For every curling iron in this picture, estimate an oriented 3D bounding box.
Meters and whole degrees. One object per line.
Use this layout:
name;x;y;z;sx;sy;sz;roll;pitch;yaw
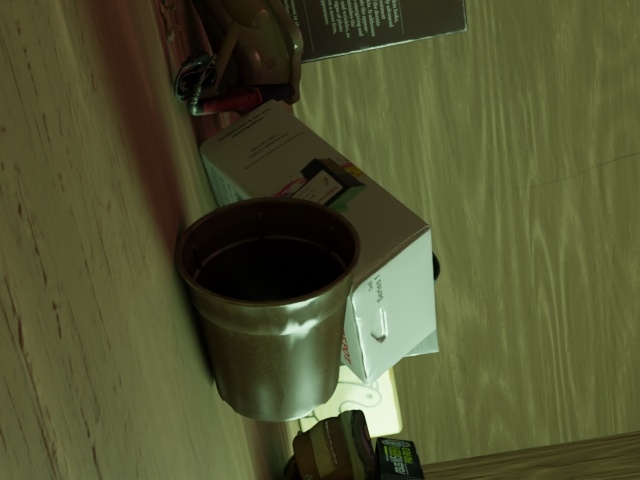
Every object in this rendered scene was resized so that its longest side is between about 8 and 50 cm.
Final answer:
curling iron;-0.085;-0.175;1.047;0.274;0.035;0.068;-14;123;-66

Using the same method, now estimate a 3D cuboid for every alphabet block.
alphabet block;0.042;0.239;1.698;0.193;0.192;0.197;-90;170;-63

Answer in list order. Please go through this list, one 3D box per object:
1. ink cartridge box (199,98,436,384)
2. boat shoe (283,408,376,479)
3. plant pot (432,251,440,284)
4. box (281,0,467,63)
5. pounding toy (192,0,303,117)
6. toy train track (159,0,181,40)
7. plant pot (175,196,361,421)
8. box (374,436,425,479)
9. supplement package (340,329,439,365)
ink cartridge box;0.000;0.000;1.048;0.278;0.117;0.201;42;-21;34
boat shoe;0.004;0.335;1.302;0.324;0.119;0.123;92;-15;-55
plant pot;0.033;0.088;1.519;0.290;0.290;0.196;-94;-161;-65
box;0.022;-0.396;1.407;0.143;0.381;0.191;-96;176;-58
pounding toy;-0.124;-0.250;1.155;0.154;0.154;0.269;52;-17;18
toy train track;-0.160;-0.252;0.967;0.048;0.014;0.083;73;7;-72
plant pot;-0.044;0.071;0.863;0.167;0.166;0.165;-96;-177;-54
box;0.096;0.431;1.256;0.216;0.060;0.270;-35;130;-88
supplement package;0.024;0.083;1.225;0.139;0.244;0.134;-95;175;-73
